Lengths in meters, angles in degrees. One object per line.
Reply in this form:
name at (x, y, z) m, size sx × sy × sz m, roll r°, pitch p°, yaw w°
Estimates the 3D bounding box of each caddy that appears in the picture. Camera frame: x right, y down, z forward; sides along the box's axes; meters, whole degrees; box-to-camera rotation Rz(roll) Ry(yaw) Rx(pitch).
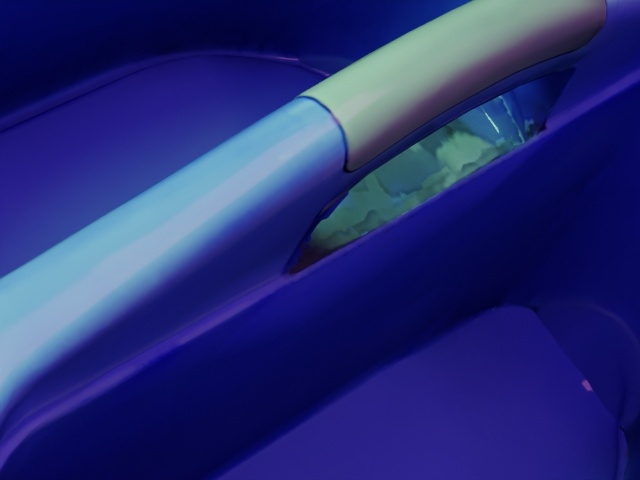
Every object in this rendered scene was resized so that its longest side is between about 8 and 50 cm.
caddy at (0.000, 0.000, 0.480) m, size 0.341 × 0.179 × 0.241 m, roll -30°, pitch 75°, yaw -39°
